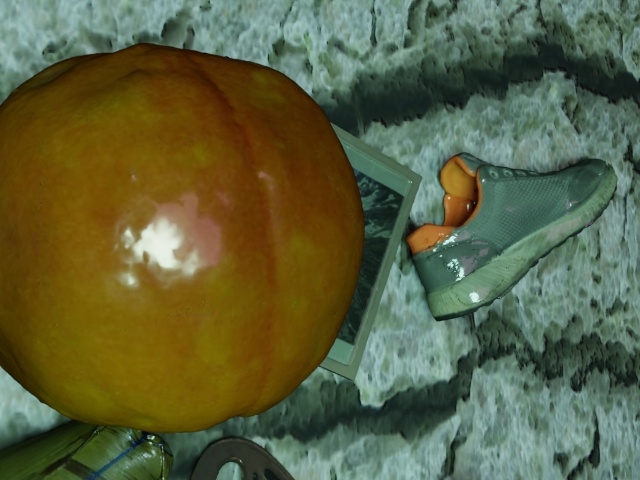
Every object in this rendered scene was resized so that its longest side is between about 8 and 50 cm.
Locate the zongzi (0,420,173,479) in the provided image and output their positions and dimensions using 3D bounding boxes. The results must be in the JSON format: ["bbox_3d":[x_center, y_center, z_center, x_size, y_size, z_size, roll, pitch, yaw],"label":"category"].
[{"bbox_3d":[-0.305,0.208,0.651,0.289,0.123,0.260,41,62,-14],"label":"zongzi"}]

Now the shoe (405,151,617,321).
[{"bbox_3d":[0.232,-0.048,0.983,0.336,0.132,0.171,-35,91,-25],"label":"shoe"}]

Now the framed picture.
[{"bbox_3d":[0.000,0.000,0.898,0.209,0.019,0.281,26,72,-23],"label":"framed picture"}]

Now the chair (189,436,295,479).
[{"bbox_3d":[-0.129,0.367,0.728,0.175,0.183,0.326,50,19,-13],"label":"chair"}]

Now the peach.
[{"bbox_3d":[-0.135,-0.015,0.654,0.343,0.343,0.301,-5,109,-29],"label":"peach"}]
